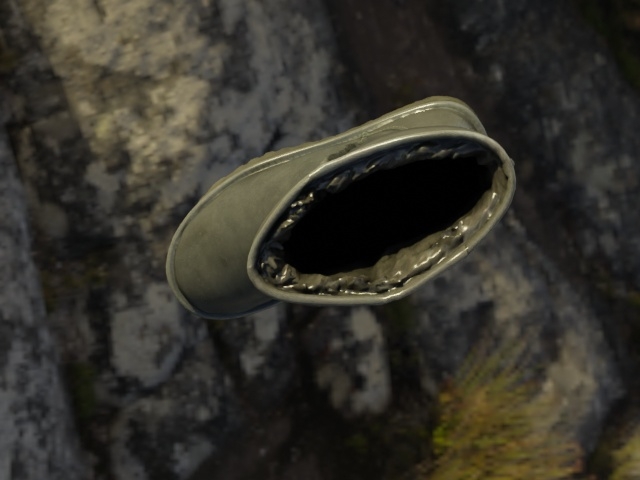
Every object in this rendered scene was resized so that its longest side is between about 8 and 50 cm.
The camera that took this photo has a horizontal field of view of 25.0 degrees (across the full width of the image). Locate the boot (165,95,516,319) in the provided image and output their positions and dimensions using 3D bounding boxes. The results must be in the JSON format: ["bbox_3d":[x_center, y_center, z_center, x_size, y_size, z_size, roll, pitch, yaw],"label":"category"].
[{"bbox_3d":[-0.002,-0.001,0.613,0.076,0.189,0.208,55,13,-10],"label":"boot"}]
